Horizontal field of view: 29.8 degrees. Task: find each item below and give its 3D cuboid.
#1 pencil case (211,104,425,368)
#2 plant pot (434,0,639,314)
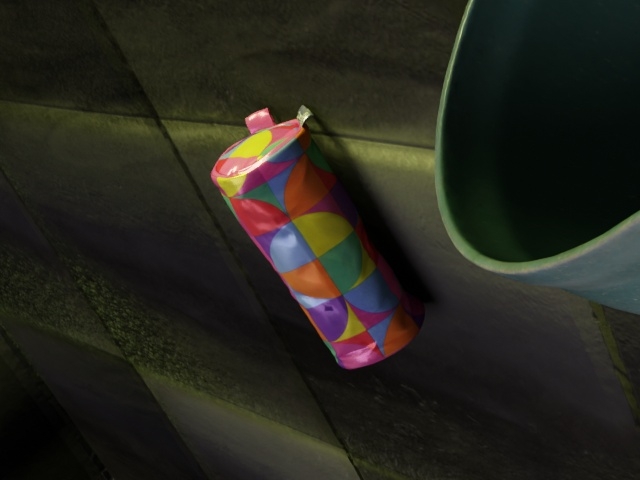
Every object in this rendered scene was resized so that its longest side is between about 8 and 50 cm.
[{"bbox_3d":[0.000,0.000,1.058,0.104,0.104,0.236,0,127,55],"label":"pencil case"},{"bbox_3d":[0.204,-0.085,0.476,0.196,0.293,0.293,24,158,-16],"label":"plant pot"}]
